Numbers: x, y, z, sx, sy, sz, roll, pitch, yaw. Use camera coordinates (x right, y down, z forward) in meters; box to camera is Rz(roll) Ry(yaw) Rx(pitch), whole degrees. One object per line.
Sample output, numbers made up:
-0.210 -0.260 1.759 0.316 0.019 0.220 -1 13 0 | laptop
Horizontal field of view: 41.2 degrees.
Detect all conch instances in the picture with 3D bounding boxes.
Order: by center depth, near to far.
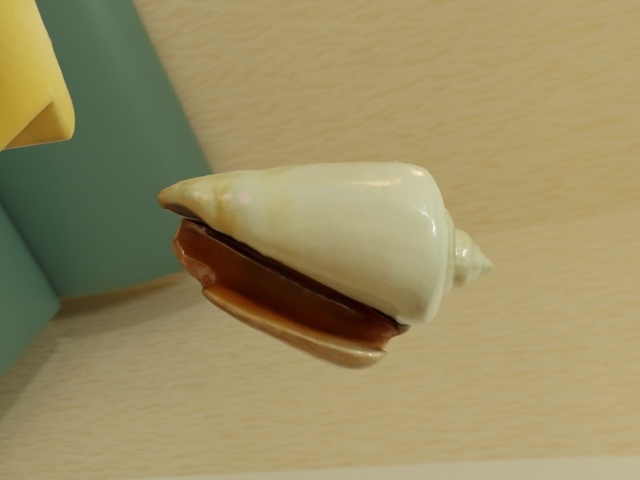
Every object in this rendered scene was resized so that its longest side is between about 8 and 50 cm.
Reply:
0.000 0.006 0.447 0.094 0.176 0.104 -99 -165 -61 | conch

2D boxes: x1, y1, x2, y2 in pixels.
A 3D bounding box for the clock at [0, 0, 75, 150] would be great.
-0.315 -0.063 0.391 0.244 0.317 0.200 -71 146 -57 | clock
